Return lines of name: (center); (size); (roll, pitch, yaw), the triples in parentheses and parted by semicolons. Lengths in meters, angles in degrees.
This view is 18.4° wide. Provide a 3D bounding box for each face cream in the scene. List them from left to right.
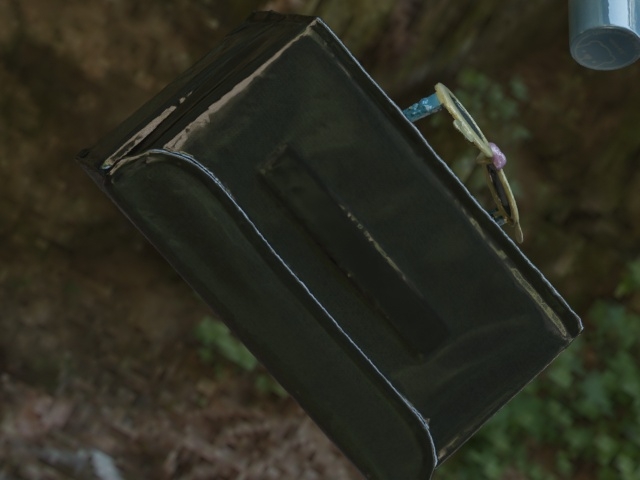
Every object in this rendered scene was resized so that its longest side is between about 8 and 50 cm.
face cream: (0.288, -0.294, 2.012); (0.077, 0.077, 0.250); (20, 54, -25)

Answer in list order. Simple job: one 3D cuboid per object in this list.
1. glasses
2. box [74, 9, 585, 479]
glasses: (0.072, -0.062, 1.894); (0.189, 0.220, 0.088); (56, 30, -46)
box: (-0.001, 0.001, 1.584); (0.345, 0.204, 0.251); (49, -4, -13)
